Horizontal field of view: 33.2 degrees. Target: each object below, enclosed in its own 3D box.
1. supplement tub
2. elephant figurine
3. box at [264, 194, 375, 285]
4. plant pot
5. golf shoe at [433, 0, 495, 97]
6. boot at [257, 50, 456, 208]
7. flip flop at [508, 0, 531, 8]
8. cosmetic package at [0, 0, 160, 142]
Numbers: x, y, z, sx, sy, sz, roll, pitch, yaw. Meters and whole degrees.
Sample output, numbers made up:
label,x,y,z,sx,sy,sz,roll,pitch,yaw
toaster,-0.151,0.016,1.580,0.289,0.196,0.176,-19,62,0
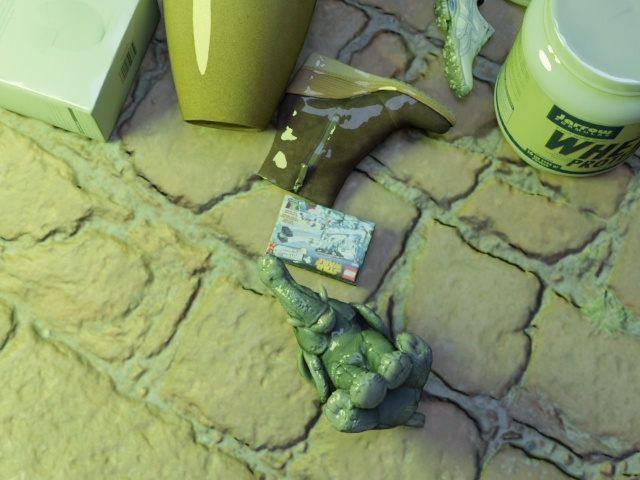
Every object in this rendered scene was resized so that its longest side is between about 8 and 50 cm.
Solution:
label,x,y,z,sx,sy,sz,roll,pitch,yaw
supplement tub,0.373,-0.239,1.450,0.235,0.325,0.235,0,75,0
elephant figurine,0.029,0.137,1.444,0.169,0.186,0.239,-15,43,-39
box,0.000,0.000,1.531,0.137,0.027,0.094,19,83,4
plant pot,-0.121,-0.288,1.527,0.237,0.237,0.254,6,91,1
golf shoe,0.223,-0.299,1.600,0.086,0.069,0.176,-3,76,-8
boot,0.052,-0.141,1.562,0.248,0.090,0.206,21,90,0
flip flop,0.381,-0.393,1.566,0.277,0.080,0.112,16,85,40
cosmetic package,-0.380,-0.293,1.550,0.225,0.138,0.224,20,76,3
